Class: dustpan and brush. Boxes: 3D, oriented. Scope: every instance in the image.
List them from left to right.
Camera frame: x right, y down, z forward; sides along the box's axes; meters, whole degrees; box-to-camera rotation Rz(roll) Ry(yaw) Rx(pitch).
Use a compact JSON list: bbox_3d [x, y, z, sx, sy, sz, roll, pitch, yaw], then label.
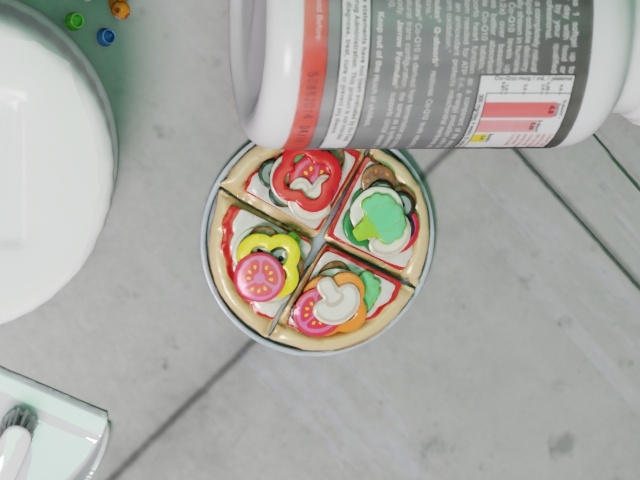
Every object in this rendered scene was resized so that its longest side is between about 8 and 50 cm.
[{"bbox_3d":[-0.274,0.216,1.608,0.147,0.060,0.211,25,93,-14],"label":"dustpan and brush"}]

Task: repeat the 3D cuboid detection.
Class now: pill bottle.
[{"bbox_3d":[0.120,-0.176,1.555,0.363,0.210,0.210,0,99,-12],"label":"pill bottle"}]

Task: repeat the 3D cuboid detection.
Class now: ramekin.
[{"bbox_3d":[-0.288,-0.059,1.526,0.277,0.135,0.277,-2,99,-12],"label":"ramekin"}]

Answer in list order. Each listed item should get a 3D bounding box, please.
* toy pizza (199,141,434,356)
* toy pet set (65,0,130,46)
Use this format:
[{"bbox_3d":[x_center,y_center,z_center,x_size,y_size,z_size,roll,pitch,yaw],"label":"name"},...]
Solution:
[{"bbox_3d":[0.000,0.000,1.648,0.201,0.032,0.201,-2,99,-12],"label":"toy pizza"},{"bbox_3d":[-0.182,-0.229,1.542,0.122,0.065,0.114,25,74,-34],"label":"toy pet set"}]
